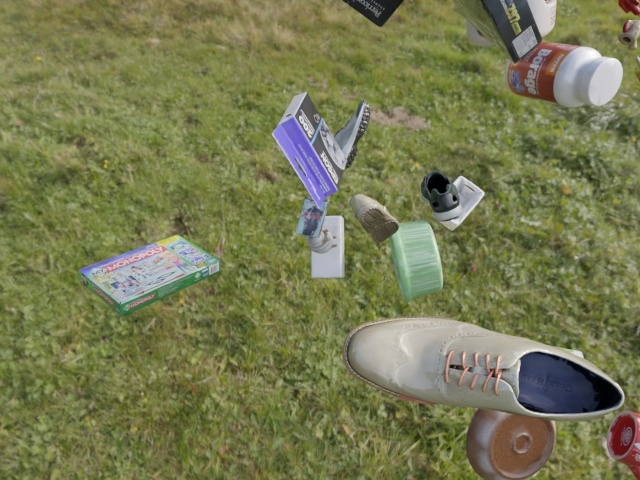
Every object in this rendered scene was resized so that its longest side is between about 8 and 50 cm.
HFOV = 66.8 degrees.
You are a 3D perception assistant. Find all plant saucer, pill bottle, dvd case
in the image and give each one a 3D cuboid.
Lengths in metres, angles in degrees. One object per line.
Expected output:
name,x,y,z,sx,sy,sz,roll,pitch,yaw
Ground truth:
plant saucer,0.372,0.377,0.920,0.199,0.198,0.036,-9,10,-14
pill bottle,0.513,-0.353,1.035,0.121,0.121,0.216,-16,31,-20
dvd case,-0.025,-0.071,1.477,0.087,0.013,0.119,11,81,35

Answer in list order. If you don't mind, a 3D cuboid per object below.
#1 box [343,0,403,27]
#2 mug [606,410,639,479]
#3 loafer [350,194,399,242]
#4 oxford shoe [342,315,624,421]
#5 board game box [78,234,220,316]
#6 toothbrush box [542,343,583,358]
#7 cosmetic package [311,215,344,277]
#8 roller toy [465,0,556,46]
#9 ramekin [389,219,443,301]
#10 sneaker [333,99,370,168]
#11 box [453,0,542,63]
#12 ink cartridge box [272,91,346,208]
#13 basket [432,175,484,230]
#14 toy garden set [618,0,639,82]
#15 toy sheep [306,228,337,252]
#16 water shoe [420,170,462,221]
box,0.072,-0.611,0.819,0.343,0.312,0.178,26,53,-21
mug,0.613,0.389,0.850,0.169,0.113,0.150,23,37,8
loafer,0.169,-0.074,1.510,0.102,0.268,0.092,-34,62,7
oxford shoe,0.230,0.183,0.723,0.397,0.146,0.140,6,76,5
board game box,-0.477,0.088,1.382,0.214,0.046,0.317,27,35,32
toothbrush box,0.455,0.336,1.174,0.206,0.283,0.122,15,61,-30
cosmetic package,0.028,0.026,1.816,0.118,0.085,0.230,0,86,12
roller toy,0.426,-0.519,1.090,0.191,0.146,0.209,-14,32,-1
ramekin,0.351,0.068,1.805,0.148,0.303,0.303,-11,44,5
sneaker,0.109,-0.415,1.871,0.108,0.271,0.100,30,17,17
box,0.241,-0.404,0.754,0.059,0.233,0.183,-40,53,18
ink cartridge box,-0.017,-0.210,1.113,0.045,0.206,0.208,-19,31,26
basket,0.500,-0.132,1.789,0.113,0.103,0.167,40,79,12
toy garden set,0.558,-0.299,0.752,0.049,0.244,0.204,-54,25,-2
toy sheep,0.000,0.000,1.573,0.091,0.132,0.091,-14,60,24
water shoe,0.247,-0.112,1.000,0.073,0.080,0.203,-17,24,7
